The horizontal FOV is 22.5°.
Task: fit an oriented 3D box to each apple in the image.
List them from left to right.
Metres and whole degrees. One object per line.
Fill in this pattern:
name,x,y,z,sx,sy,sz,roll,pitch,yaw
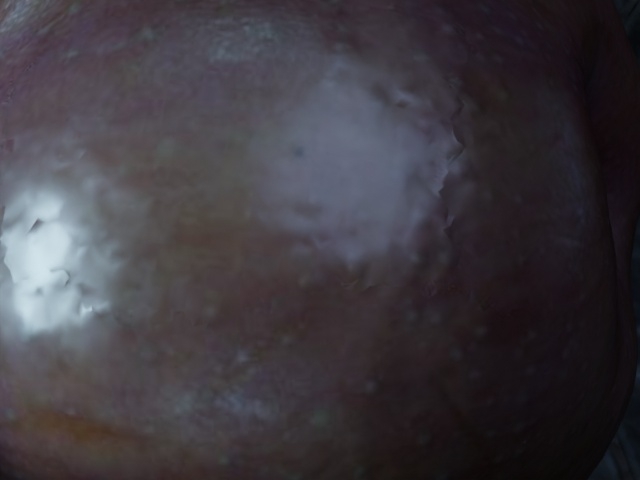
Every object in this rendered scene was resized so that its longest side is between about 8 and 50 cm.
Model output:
apple,0.000,0.000,0.597,0.235,0.306,0.306,-3,54,17
